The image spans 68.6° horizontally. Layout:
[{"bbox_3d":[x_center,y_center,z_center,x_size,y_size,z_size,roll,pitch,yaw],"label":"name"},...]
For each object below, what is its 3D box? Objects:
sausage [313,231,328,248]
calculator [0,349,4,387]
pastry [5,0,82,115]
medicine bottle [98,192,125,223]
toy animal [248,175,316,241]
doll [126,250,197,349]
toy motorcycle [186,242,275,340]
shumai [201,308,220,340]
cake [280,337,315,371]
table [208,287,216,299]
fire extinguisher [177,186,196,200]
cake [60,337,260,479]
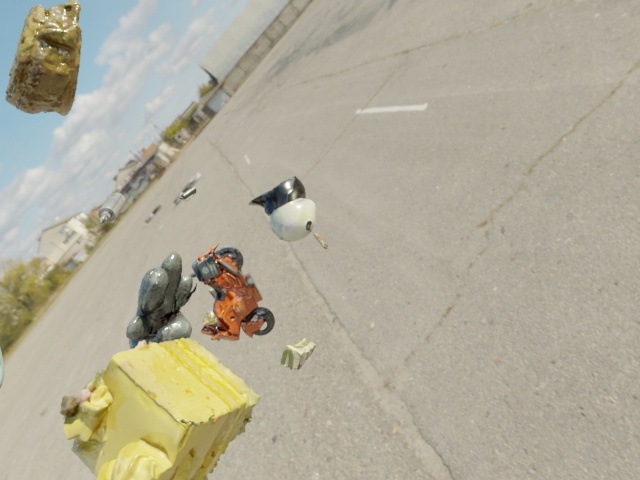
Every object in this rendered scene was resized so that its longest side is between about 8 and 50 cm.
[{"bbox_3d":[0.000,0.000,1.313,0.015,0.015,0.100,-47,35,5],"label":"sausage"},{"bbox_3d":[-0.708,0.234,0.877,0.186,0.298,0.041,-11,-31,-42],"label":"calculator"},{"bbox_3d":[-0.611,-0.397,1.036,0.235,0.132,0.240,-46,51,44],"label":"pastry"},{"bbox_3d":[-0.715,-0.100,1.594,0.058,0.058,0.199,-43,24,15],"label":"medicine bottle"},{"bbox_3d":[-0.097,-0.078,1.340,0.166,0.179,0.138,-36,-13,24],"label":"toy animal"},{"bbox_3d":[-0.410,0.199,1.242,0.340,0.158,0.246,-61,-3,30],"label":"doll"},{"bbox_3d":[-0.297,0.179,1.453,0.221,0.325,0.148,-26,9,-4],"label":"toy motorcycle"},{"bbox_3d":[-0.413,0.318,1.879,0.139,0.105,0.123,-60,7,-24],"label":"shumai"},{"bbox_3d":[-0.051,0.272,1.131,0.140,0.051,0.055,9,-81,-74],"label":"cake"},{"bbox_3d":[-0.307,0.175,1.550,0.083,0.079,0.062,1,40,41],"label":"table"},{"bbox_3d":[-0.535,-0.183,1.889,0.025,0.038,0.083,-25,15,50],"label":"fire extinguisher"},{"bbox_3d":[-0.297,0.333,0.844,0.222,0.228,0.286,-63,-23,7],"label":"cake"}]
